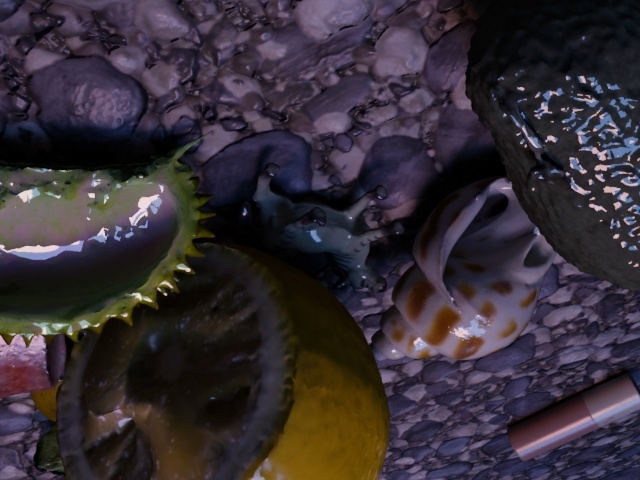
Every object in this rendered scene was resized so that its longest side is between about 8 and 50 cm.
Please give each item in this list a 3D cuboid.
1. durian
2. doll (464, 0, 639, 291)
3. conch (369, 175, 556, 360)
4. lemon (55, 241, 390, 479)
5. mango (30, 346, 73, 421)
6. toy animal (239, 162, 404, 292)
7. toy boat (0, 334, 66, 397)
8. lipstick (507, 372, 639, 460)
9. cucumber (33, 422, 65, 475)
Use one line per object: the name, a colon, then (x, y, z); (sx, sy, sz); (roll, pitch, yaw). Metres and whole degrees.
durian: (-0.273, -0.007, 0.704); (0.351, 0.158, 0.169); (1, 127, -16)
doll: (0.272, -0.107, 0.715); (0.247, 0.247, 0.349); (-38, 128, 25)
conch: (0.166, 0.046, 0.905); (0.183, 0.149, 0.275); (44, 80, -17)
lemon: (-0.079, 0.198, 0.869); (0.364, 0.364, 0.364); (-10, 142, -8)
mango: (-0.314, 0.194, 0.997); (0.103, 0.076, 0.161); (-16, 151, -13)
toy animal: (0.001, -0.005, 0.870); (0.217, 0.073, 0.176); (12, 149, -26)
toy boat: (-0.429, 0.093, 0.839); (0.282, 0.096, 0.206); (4, 133, -6)
lipstick: (0.484, 0.337, 1.470); (0.254, 0.070, 0.070); (-32, 140, 19)
cucumber: (-0.313, 0.297, 1.121); (0.115, 0.086, 0.193); (-21, 148, 7)
